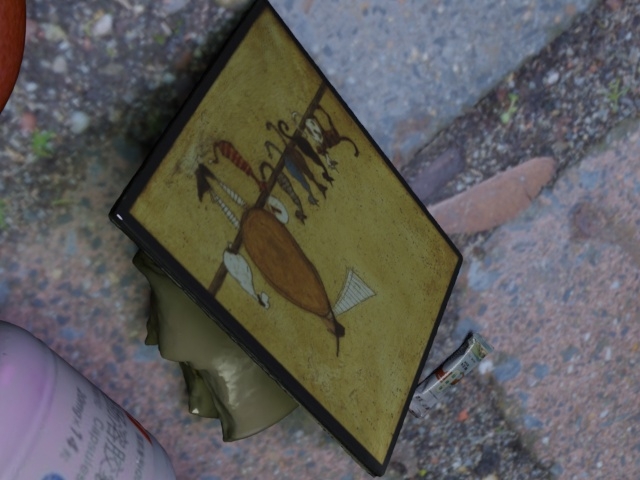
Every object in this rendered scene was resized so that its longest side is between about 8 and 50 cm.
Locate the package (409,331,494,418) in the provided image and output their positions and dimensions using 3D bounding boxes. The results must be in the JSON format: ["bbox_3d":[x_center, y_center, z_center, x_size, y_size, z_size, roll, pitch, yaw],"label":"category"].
[{"bbox_3d":[0.134,0.141,0.953,0.110,0.015,0.037,-43,124,-2],"label":"package"}]

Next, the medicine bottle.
[{"bbox_3d":[-0.219,0.245,0.705,0.256,0.256,0.325,-43,118,-3],"label":"medicine bottle"}]

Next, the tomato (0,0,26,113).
[{"bbox_3d":[-0.324,-0.155,0.482,0.322,0.321,0.321,-8,111,-20],"label":"tomato"}]

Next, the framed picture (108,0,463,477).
[{"bbox_3d":[0.000,0.000,0.764,0.338,0.014,0.255,50,49,-29],"label":"framed picture"}]

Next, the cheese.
[{"bbox_3d":[-0.068,0.080,0.804,0.175,0.091,0.202,-9,112,-18],"label":"cheese"}]
